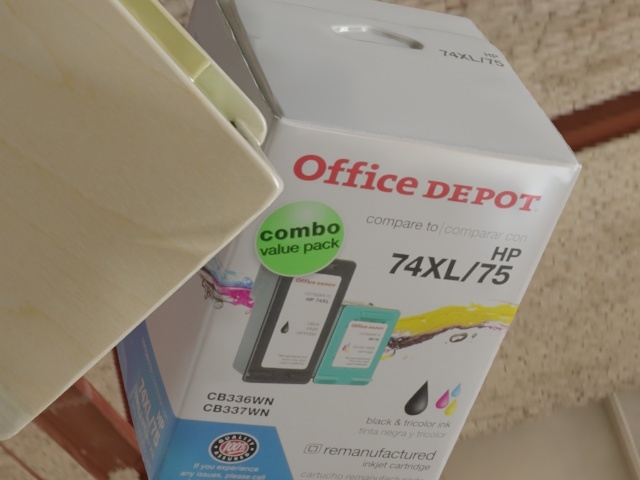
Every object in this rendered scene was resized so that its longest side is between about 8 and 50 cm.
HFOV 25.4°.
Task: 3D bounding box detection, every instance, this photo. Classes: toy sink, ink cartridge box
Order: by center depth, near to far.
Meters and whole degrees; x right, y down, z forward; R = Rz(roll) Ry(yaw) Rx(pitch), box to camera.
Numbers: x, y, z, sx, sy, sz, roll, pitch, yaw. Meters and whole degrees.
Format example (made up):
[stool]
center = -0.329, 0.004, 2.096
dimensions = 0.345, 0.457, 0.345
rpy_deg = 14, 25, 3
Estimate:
[toy sink]
center = -0.111, -0.050, 0.530
dimensions = 0.131, 0.234, 0.153
rpy_deg = -42, -81, 1
[ink cartridge box]
center = 0.000, 0.000, 0.910
dimensions = 0.198, 0.270, 0.197
rpy_deg = 7, -148, -22
